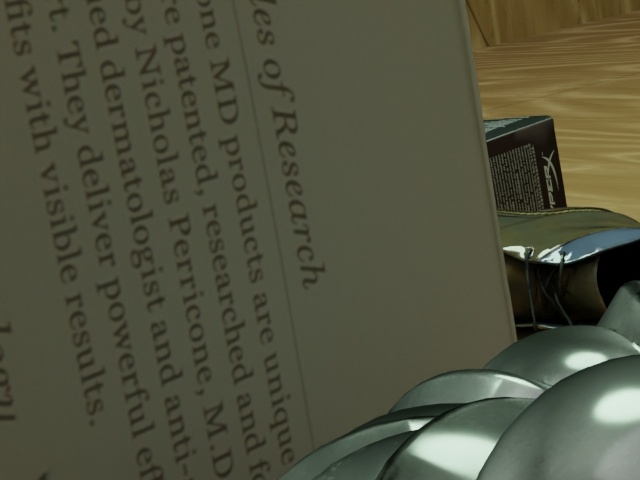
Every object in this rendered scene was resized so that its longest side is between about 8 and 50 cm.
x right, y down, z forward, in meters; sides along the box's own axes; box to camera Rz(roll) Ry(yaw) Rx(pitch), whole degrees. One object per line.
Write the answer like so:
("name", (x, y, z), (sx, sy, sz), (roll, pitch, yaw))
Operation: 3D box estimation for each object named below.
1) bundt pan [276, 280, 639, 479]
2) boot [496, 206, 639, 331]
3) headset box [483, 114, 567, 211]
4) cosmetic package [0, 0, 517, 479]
("bundt pan", (0.116, 0.066, 0.440), (0.330, 0.124, 0.331), (-24, -2, -1))
("boot", (0.122, 0.019, 1.065), (0.219, 0.082, 0.106), (-14, 8, -25))
("headset box", (0.000, 0.000, 1.207), (0.218, 0.110, 0.293), (-1, 14, 44))
("cosmetic package", (-0.171, 0.021, 0.684), (0.329, 0.327, 0.393), (-2, 13, 42))
